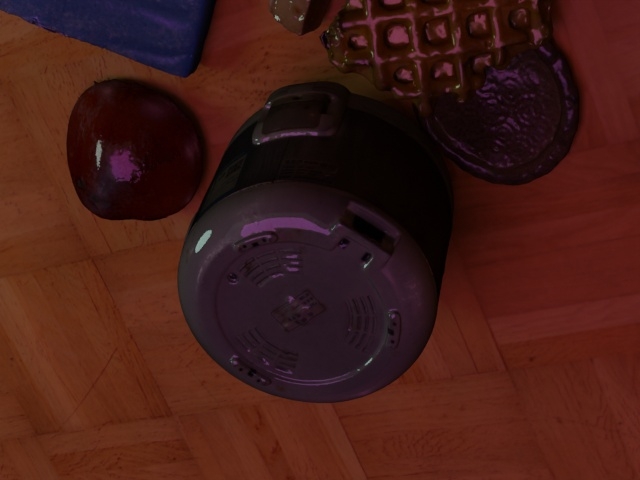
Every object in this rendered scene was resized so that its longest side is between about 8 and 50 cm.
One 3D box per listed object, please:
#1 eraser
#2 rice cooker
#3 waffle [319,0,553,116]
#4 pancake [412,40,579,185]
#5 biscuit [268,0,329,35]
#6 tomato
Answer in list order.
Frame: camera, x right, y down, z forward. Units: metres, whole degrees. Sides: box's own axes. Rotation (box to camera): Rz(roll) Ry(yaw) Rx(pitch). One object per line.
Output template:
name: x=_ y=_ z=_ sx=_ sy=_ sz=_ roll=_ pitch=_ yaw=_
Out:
eraser: x=-0.270 y=-0.297 z=1.660 sx=0.311 sy=0.043 sz=0.144 roll=22 pitch=125 yaw=3
rice cooker: x=-0.001 y=-0.001 z=1.585 sx=0.288 sy=0.277 sz=0.288 roll=5 pitch=126 yaw=8
waffle: x=0.102 y=-0.262 z=1.470 sx=0.291 sy=0.051 sz=0.291 roll=2 pitch=111 yaw=6
pancake: x=0.181 y=-0.147 z=1.567 sx=0.199 sy=0.021 sz=0.199 roll=14 pitch=124 yaw=21
biscuit: x=-0.005 y=-0.304 z=1.544 sx=0.056 sy=0.052 sz=0.188 roll=33 pitch=127 yaw=18
tomato: x=-0.238 y=-0.095 z=1.760 sx=0.189 sy=0.099 sz=0.173 roll=13 pitch=126 yaw=21
